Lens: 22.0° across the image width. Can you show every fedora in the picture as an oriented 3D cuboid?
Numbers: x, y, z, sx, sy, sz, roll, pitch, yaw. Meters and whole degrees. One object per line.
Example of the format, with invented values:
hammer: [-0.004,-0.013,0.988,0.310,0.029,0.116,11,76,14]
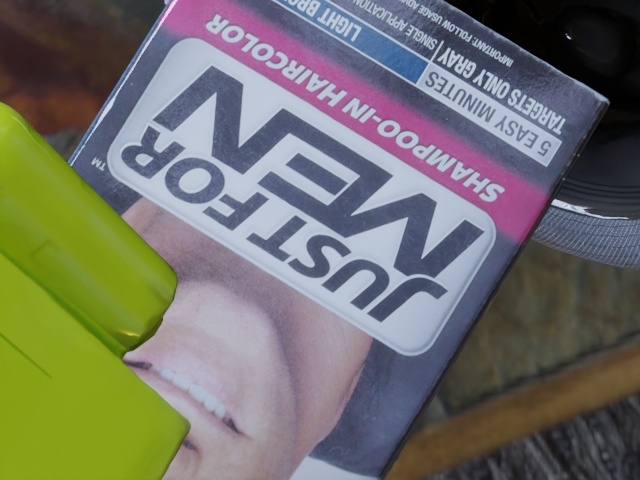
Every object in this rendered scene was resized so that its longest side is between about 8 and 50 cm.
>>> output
fedora: [0.193,-0.119,1.114,0.275,0.124,0.244,21,123,19]

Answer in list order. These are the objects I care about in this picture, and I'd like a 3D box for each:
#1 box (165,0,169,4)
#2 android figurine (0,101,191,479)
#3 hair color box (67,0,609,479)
box: [-0.032,-0.305,1.705,0.293,0.057,0.201,19,134,22]
android figurine: [-0.138,0.069,0.463,0.056,0.248,0.273,-11,129,47]
hair color box: [-0.046,0.052,0.678,0.174,0.105,0.347,31,88,3]
